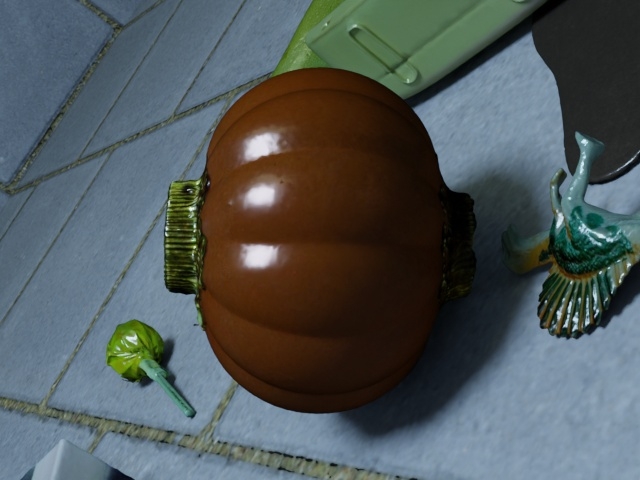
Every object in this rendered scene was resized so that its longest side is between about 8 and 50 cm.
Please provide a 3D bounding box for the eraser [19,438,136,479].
[{"bbox_3d":[-0.204,0.320,0.767,0.096,0.098,0.404,-44,23,22],"label":"eraser"}]

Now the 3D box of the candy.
[{"bbox_3d":[-0.156,0.128,1.041,0.058,0.062,0.194,-13,21,-23],"label":"candy"}]

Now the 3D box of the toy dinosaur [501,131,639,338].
[{"bbox_3d":[0.153,0.008,0.609,0.106,0.044,0.187,-61,32,17],"label":"toy dinosaur"}]

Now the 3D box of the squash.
[{"bbox_3d":[-0.006,-0.153,1.097,0.095,0.095,0.188,-2,58,63],"label":"squash"}]

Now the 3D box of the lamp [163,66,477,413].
[{"bbox_3d":[0.000,0.000,0.709,0.223,0.196,0.223,-179,90,-86],"label":"lamp"}]

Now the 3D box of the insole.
[{"bbox_3d":[0.198,-0.147,0.784,0.111,0.007,0.328,-40,25,32],"label":"insole"}]

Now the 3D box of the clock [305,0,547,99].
[{"bbox_3d":[0.135,-0.305,0.988,0.286,0.117,0.348,-33,28,43],"label":"clock"}]
